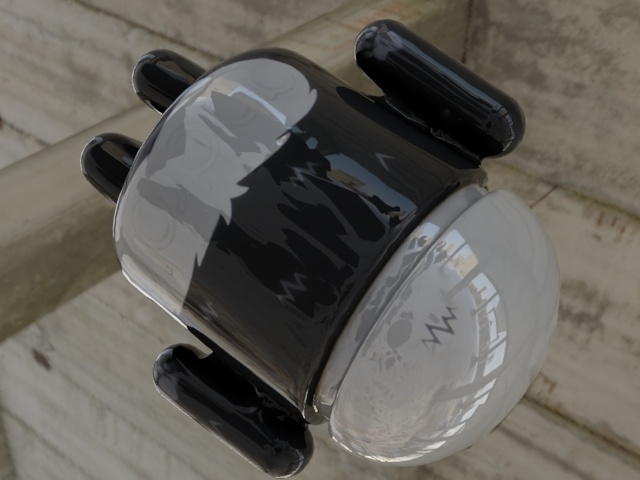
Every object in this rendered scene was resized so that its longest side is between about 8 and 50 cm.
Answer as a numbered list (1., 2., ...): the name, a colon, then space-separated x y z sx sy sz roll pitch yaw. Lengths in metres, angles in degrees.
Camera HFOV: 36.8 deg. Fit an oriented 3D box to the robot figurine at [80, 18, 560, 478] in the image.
1. robot figurine: 0.000 0.002 0.544 0.278 0.173 0.209 35 -45 19
